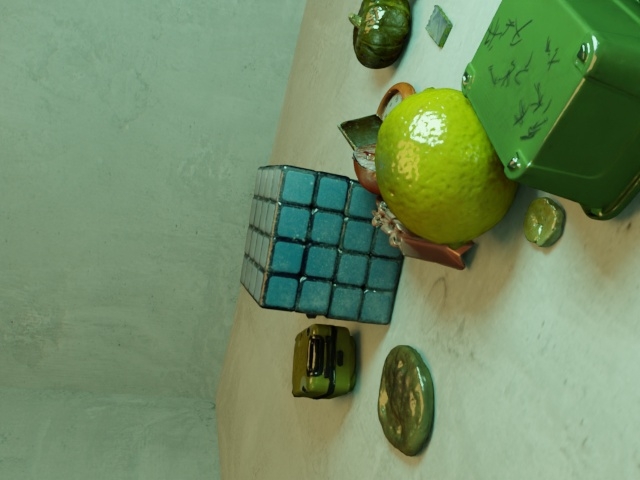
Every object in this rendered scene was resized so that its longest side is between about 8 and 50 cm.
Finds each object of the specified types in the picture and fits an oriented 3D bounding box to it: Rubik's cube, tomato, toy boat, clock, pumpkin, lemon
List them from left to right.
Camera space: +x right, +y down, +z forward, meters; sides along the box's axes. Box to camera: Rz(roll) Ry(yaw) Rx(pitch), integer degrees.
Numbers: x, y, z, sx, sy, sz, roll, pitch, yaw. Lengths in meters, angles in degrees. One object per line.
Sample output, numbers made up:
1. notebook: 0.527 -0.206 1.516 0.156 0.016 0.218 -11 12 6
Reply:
1. Rubik's cube: 0.000 0.000 1.534 0.343 0.336 0.345 -156 74 -73
2. pumpkin: 0.149 -0.574 1.611 0.219 0.162 0.219 -171 90 -79
3. clock: 0.192 -0.302 1.537 0.205 0.051 0.206 -171 90 -70
4. tomato: 0.172 -0.140 1.278 0.225 0.224 0.085 -114 27 -61
5. toy boat: 0.279 -0.508 1.417 0.115 0.016 0.063 -102 26 -47
6. lemon: 0.217 -0.130 1.035 0.267 0.267 0.268 -171 90 -73

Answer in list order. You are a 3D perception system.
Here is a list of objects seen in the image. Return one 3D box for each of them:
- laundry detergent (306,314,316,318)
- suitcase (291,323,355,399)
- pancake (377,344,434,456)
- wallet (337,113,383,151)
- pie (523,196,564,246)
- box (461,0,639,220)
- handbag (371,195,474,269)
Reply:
1. laundry detergent: -0.042 0.137 1.994 0.281 0.105 0.215 -103 30 -54
2. suitcase: 0.010 0.341 1.664 0.235 0.143 0.194 134 142 -64
3. pancake: 0.170 0.345 1.295 0.242 0.050 0.242 -171 90 -74
4. wallet: 0.141 -0.210 1.429 0.232 0.121 0.031 59 156 30
5. pie: 0.350 -0.029 0.944 0.084 0.019 0.085 -173 90 -72
6. box: 0.335 -0.218 0.817 0.329 0.177 0.253 -101 27 -47
7. handbag: 0.197 -0.021 1.202 0.212 0.157 0.059 -117 39 -62
